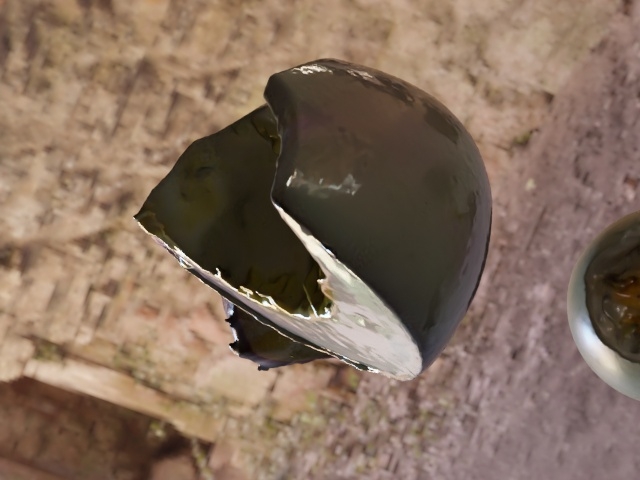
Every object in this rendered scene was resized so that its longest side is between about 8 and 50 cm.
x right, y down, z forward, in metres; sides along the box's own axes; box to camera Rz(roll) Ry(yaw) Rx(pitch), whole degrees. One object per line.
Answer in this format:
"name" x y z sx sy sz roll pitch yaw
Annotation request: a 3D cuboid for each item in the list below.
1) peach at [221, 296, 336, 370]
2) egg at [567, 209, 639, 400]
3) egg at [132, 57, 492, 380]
"peach" 0.000 0.000 1.710 0.361 0.258 0.201 108 160 -45
"egg" 0.488 0.091 1.757 0.336 0.278 0.278 21 -89 -65
"egg" 0.020 -0.025 0.853 0.162 0.206 0.271 -55 13 -17
